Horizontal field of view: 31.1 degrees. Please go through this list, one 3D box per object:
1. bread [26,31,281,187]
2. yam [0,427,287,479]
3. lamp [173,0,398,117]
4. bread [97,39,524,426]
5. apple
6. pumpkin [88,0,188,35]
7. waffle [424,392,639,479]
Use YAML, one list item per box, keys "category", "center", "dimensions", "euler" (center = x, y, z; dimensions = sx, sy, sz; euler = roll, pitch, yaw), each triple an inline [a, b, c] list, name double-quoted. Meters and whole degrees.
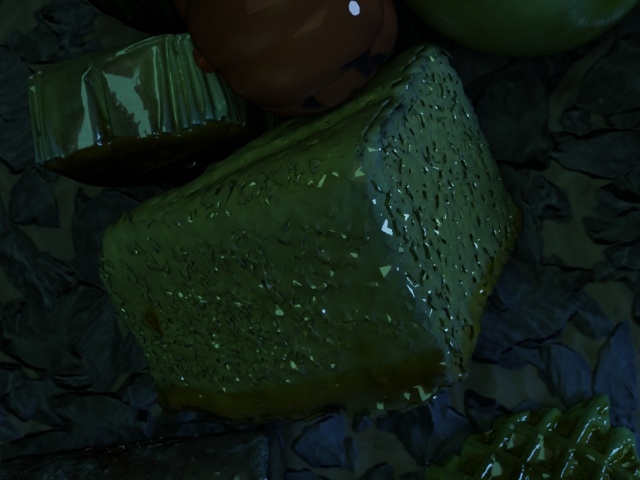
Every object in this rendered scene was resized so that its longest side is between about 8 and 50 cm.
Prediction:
- category: "bread"
  center: [-0.146, -0.112, 1.060]
  dimensions: [0.192, 0.210, 0.109]
  euler: [-13, 86, 12]
- category: "yam"
  center: [-0.168, 0.248, 1.073]
  dimensions: [0.280, 0.131, 0.131]
  euler: [-8, 83, 11]
- category: "lamp"
  center: [-0.035, -0.188, 0.916]
  dimensions: [0.164, 0.188, 0.187]
  euler: [-35, 78, 15]
- category: "bread"
  center: [0.000, 0.000, 1.030]
  dimensions: [0.315, 0.279, 0.248]
  euler: [-6, 122, 39]
- category: "apple"
  center: [0.160, -0.287, 0.981]
  dimensions: [0.258, 0.295, 0.233]
  euler: [41, 132, 23]
- category: "pumpkin"
  center: [-0.110, -0.335, 1.079]
  dimensions: [0.320, 0.192, 0.320]
  euler: [-1, 84, 13]
- category: "waffle"
  center: [0.192, 0.248, 0.997]
  dimensions: [0.208, 0.054, 0.214]
  euler: [-21, 57, 6]
